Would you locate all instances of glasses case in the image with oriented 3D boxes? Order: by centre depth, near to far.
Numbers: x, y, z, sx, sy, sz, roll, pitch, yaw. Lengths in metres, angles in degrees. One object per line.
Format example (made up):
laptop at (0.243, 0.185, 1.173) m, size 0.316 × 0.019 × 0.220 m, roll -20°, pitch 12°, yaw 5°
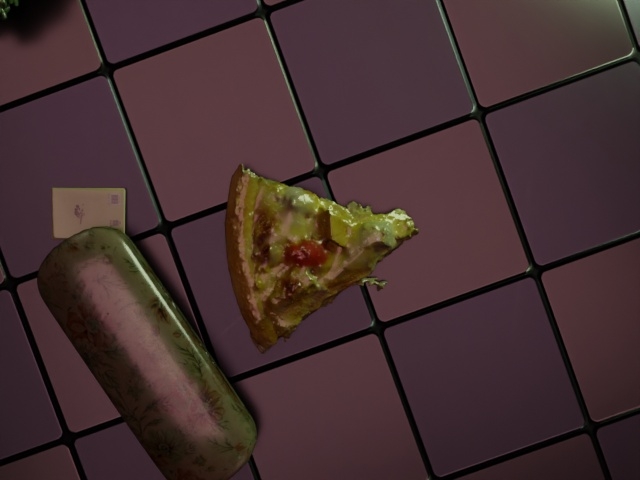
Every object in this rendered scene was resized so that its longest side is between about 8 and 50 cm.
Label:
glasses case at (-0.253, 0.174, 1.842) m, size 0.156 × 0.098 × 0.425 m, roll -34°, pitch 92°, yaw 5°

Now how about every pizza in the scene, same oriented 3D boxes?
pizza at (0.000, 0.000, 1.840) m, size 0.287 × 0.075 × 0.280 m, roll -16°, pitch 94°, yaw 2°

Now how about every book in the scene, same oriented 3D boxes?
book at (-0.347, -0.040, 1.874) m, size 0.110 × 0.014 × 0.077 m, roll 1°, pitch 92°, yaw 1°

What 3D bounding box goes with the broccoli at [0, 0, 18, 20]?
broccoli at (-0.526, -0.467, 1.760) m, size 0.334 × 0.272 × 0.324 m, roll -7°, pitch 54°, yaw 8°
